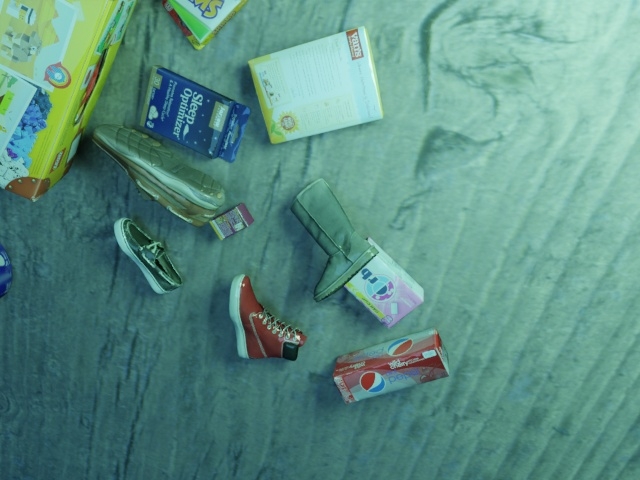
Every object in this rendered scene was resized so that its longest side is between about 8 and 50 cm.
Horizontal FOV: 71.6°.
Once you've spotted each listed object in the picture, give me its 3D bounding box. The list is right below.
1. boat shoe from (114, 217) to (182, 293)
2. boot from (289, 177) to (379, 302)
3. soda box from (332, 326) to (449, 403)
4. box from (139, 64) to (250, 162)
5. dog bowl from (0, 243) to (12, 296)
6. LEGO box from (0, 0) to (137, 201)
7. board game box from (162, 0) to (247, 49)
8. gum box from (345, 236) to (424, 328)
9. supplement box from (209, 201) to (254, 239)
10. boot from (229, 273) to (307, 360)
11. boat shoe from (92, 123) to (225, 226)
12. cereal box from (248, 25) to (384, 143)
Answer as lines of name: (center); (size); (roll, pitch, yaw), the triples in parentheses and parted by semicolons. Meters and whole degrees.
boat shoe: (-0.420, 0.031, 1.103); (0.070, 0.077, 0.219); (-21, 112, 21)
boot: (0.000, 0.001, 0.949); (0.190, 0.076, 0.208); (-44, 80, 9)
soda box: (0.164, 0.296, 1.051); (0.263, 0.092, 0.083); (-22, 105, 20)
box: (-0.276, -0.271, 0.971); (0.225, 0.036, 0.136); (25, 114, 2)
dog bowl: (-1.016, 0.075, 1.242); (0.265, 0.104, 0.264); (5, 112, 12)
LEGO box: (-0.623, -0.389, 0.849); (0.373, 0.193, 0.500); (26, 112, -20)
board game box: (-0.197, -0.506, 0.863); (0.259, 0.039, 0.124); (-34, 98, 25)
gum box: (0.135, 0.098, 0.998); (0.188, 0.062, 0.107); (43, 114, -5)
supplement box: (-0.206, -0.045, 1.035); (0.083, 0.043, 0.054); (-24, 103, 21)
boot: (-0.123, 0.191, 1.086); (0.176, 0.088, 0.244); (1, 119, 13)
boat shoe: (-0.376, -0.141, 1.000); (0.324, 0.123, 0.116); (35, 116, 0)
cereal box: (-0.007, -0.303, 0.886); (0.240, 0.047, 0.172); (-9, 108, 16)
